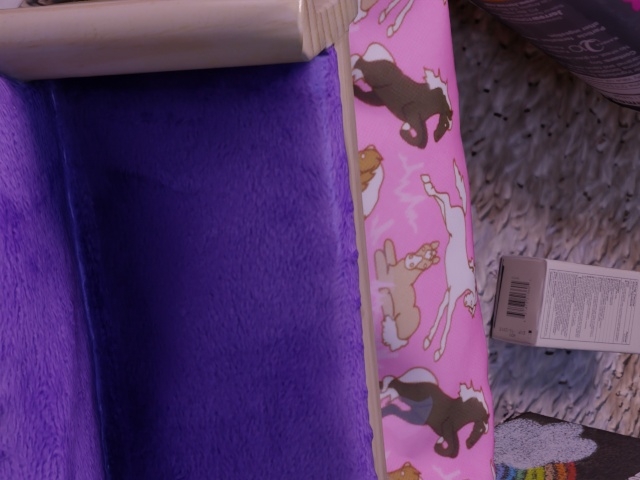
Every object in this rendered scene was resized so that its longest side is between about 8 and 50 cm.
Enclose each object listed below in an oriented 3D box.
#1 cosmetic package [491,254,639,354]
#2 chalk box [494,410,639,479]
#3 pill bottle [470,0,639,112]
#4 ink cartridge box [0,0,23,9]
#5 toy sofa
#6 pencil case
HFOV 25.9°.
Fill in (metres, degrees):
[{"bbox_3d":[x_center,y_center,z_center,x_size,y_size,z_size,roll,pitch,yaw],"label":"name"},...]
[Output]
[{"bbox_3d":[0.171,0.044,0.942,0.115,0.041,0.060,9,89,-41],"label":"cosmetic package"},{"bbox_3d":[0.181,0.231,0.811,0.180,0.289,0.179,-17,106,-38],"label":"chalk box"},{"bbox_3d":[0.195,-0.173,0.857,0.278,0.162,0.162,25,79,-39],"label":"pill bottle"},{"bbox_3d":[-0.223,-0.086,0.567,0.134,0.078,0.231,44,68,-34],"label":"ink cartridge box"},{"bbox_3d":[-0.055,0.080,0.573,0.177,0.150,0.362,-54,141,-69],"label":"toy sofa"},{"bbox_3d":[0.000,0.000,0.717,0.167,0.160,0.386,-12,106,-8],"label":"pencil case"}]
